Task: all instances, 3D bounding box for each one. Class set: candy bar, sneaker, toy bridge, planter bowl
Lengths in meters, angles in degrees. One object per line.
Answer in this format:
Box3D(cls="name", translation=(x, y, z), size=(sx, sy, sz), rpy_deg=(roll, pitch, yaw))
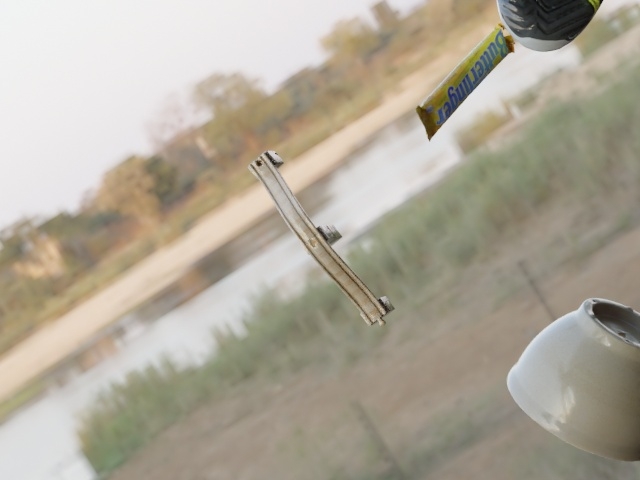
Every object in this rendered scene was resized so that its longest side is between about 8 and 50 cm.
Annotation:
Box3D(cls="candy bar", translation=(0.151, -0.168, 1.808), size=(0.018, 0.040, 0.161), rpy_deg=(8, 46, 49))
Box3D(cls="sneaker", translation=(0.239, -0.352, 1.880), size=(0.145, 0.384, 0.147), rpy_deg=(6, -32, -5))
Box3D(cls="toy bridge", translation=(0.000, 0.000, 1.539), size=(0.026, 0.188, 0.063), rpy_deg=(-39, -7, 11))
Box3D(cls="planter bowl", translation=(0.279, 0.126, 1.706), size=(0.109, 0.162, 0.162), rpy_deg=(-65, -9, 22))
